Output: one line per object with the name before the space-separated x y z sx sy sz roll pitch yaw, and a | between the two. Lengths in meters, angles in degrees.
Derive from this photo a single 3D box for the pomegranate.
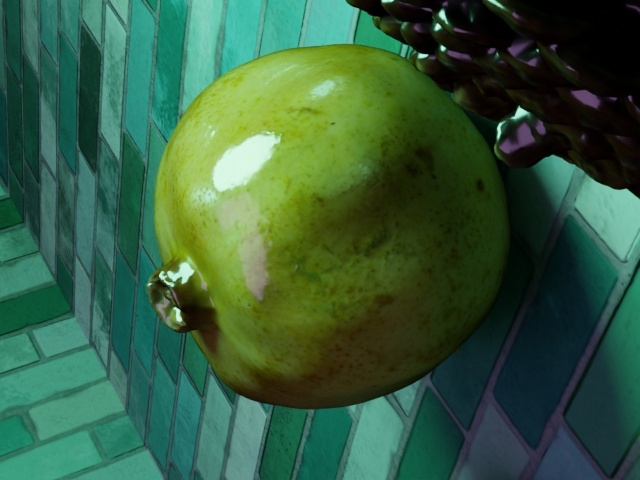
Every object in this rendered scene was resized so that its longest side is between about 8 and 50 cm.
pomegranate | 0.000 0.000 1.477 0.416 0.417 0.416 43 143 45

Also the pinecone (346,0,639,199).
pinecone | 0.232 -0.189 0.893 0.398 0.398 0.397 43 143 45
